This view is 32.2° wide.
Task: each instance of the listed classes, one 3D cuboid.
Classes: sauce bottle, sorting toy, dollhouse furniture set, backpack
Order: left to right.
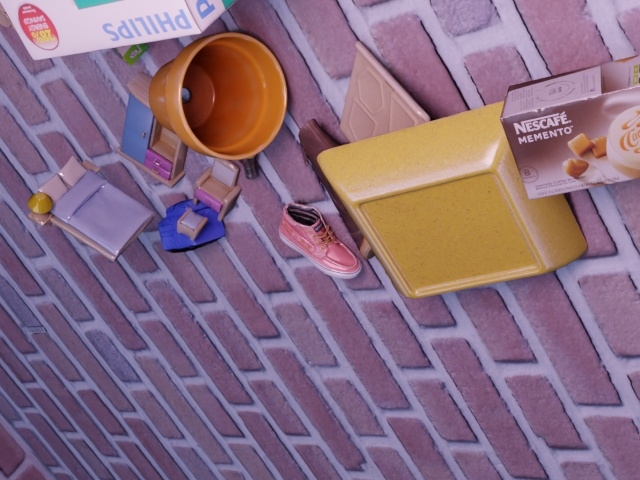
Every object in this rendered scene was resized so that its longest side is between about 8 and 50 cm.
[{"bbox_3d":[-0.337,-0.102,2.021,0.286,0.303,0.198,33,143,9],"label":"dollhouse furniture set"},{"bbox_3d":[-0.263,-0.029,2.207,0.120,0.098,0.101,-16,88,47],"label":"backpack"},{"bbox_3d":[-0.136,-0.168,2.002,0.042,0.042,0.128,14,138,30],"label":"sauce bottle"},{"bbox_3d":[0.103,-0.183,1.739,0.193,0.038,0.208,53,152,31],"label":"sorting toy"}]

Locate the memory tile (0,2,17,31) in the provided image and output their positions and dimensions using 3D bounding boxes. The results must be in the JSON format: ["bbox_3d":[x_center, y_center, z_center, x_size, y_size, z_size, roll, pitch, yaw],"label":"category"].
[{"bbox_3d":[-0.627,-0.464,2.135,0.148,0.012,0.113,25,141,17],"label":"memory tile"}]

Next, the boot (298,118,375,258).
[{"bbox_3d":[0.048,-0.088,1.906,0.207,0.090,0.248,51,169,20],"label":"boot"}]

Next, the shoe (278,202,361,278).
[{"bbox_3d":[0.000,0.000,2.037,0.178,0.063,0.081,32,147,17],"label":"shoe"}]

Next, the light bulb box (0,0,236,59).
[{"bbox_3d":[-0.231,-0.449,1.531,0.358,0.361,0.225,0,128,39],"label":"light bulb box"}]

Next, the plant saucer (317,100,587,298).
[{"bbox_3d":[0.201,-0.032,1.699,0.333,0.081,0.332,-13,131,25],"label":"plant saucer"}]

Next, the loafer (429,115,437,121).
[{"bbox_3d":[0.165,-0.108,1.791,0.223,0.076,0.078,96,152,-46],"label":"loafer"}]

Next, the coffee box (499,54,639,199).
[{"bbox_3d":[0.381,-0.156,1.476,0.246,0.098,0.141,-10,122,24],"label":"coffee box"}]

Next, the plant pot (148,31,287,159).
[{"bbox_3d":[-0.191,-0.241,1.863,0.188,0.205,0.205,10,136,54],"label":"plant pot"}]

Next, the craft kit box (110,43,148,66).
[{"bbox_3d":[-0.415,-0.424,1.840,0.250,0.061,0.246,42,172,13],"label":"craft kit box"}]
